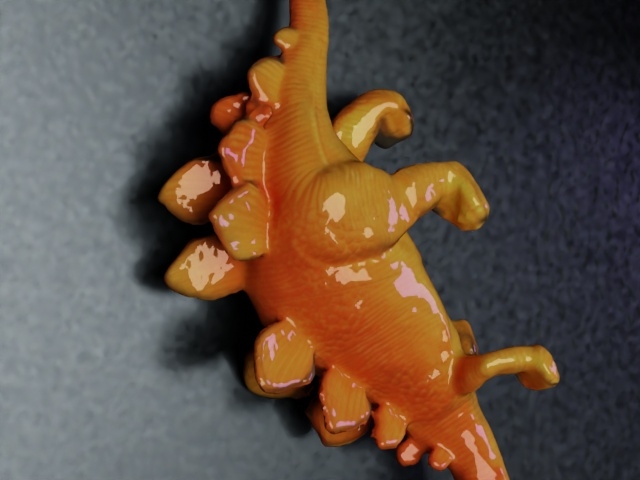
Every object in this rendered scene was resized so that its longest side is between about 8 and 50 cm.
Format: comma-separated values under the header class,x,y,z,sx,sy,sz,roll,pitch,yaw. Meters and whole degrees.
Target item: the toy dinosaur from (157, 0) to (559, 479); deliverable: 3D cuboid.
class,x,y,z,sx,sy,sz,roll,pitch,yaw
toy dinosaur,0.000,0.000,0.732,0.117,0.070,0.288,-27,98,-24
